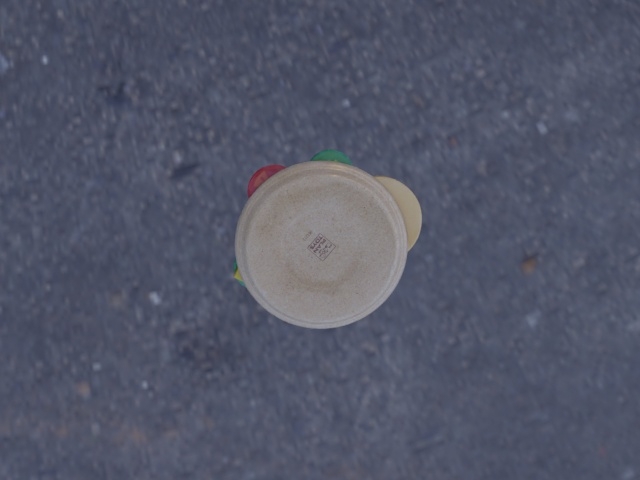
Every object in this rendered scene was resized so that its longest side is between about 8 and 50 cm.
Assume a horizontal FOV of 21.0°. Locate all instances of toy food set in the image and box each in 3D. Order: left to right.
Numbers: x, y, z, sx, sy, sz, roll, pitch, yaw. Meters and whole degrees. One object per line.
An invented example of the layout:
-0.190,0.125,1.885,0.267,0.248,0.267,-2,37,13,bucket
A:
0.000,0.000,0.799,0.082,0.020,0.083,23,103,-8,toy food set
